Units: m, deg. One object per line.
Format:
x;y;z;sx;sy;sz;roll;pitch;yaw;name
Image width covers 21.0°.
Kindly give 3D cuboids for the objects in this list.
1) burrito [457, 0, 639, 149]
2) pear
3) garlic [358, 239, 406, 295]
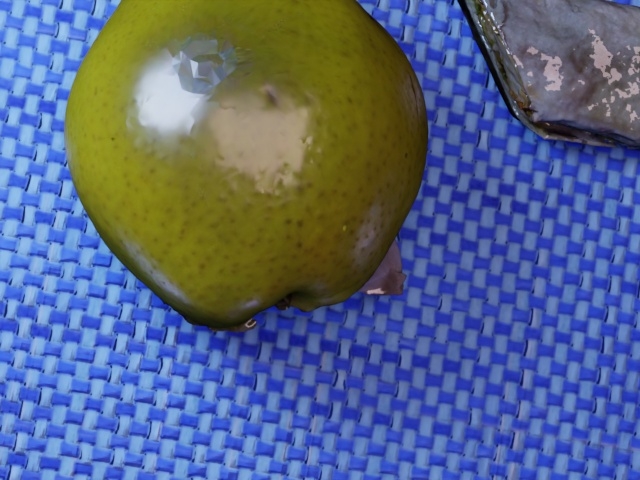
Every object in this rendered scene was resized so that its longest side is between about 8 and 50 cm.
0.275;-0.174;1.735;0.348;0.107;0.175;16;67;-8;burrito
-0.076;-0.128;1.575;0.340;0.191;0.386;-15;68;0;pear
-0.003;-0.015;1.685;0.196;0.087;0.101;16;95;-7;garlic
